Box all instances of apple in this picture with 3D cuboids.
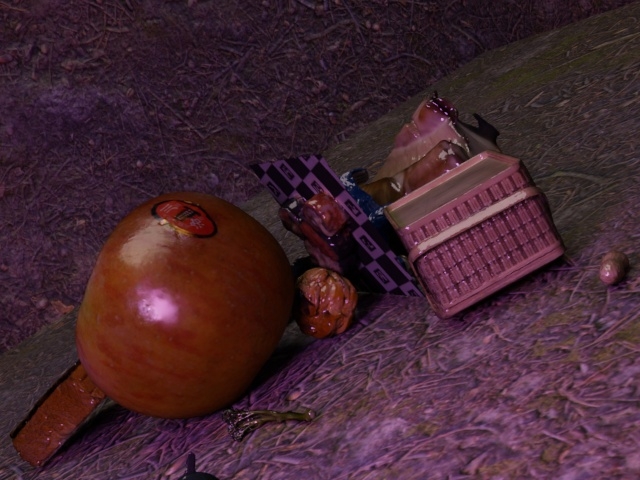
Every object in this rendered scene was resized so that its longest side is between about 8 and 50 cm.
[{"bbox_3d":[-0.224,0.116,1.777,0.400,0.334,0.400,-63,-5,-9],"label":"apple"}]

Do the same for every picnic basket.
[{"bbox_3d":[0.242,-0.011,1.658,0.228,0.175,0.313,-29,7,3],"label":"picnic basket"}]

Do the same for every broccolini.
[{"bbox_3d":[-0.071,0.263,1.555,0.194,0.054,0.052,-18,-3,38],"label":"broccolini"}]

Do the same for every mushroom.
[{"bbox_3d":[0.179,-0.067,2.080,0.397,0.224,0.313,-40,29,24],"label":"mushroom"}]

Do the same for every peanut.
[{"bbox_3d":[0.397,0.035,1.401,0.037,0.037,0.083,-21,12,37],"label":"peanut"}]

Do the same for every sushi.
[{"bbox_3d":[0.000,0.000,1.853,0.069,0.320,0.339,-42,17,-18],"label":"sushi"}]

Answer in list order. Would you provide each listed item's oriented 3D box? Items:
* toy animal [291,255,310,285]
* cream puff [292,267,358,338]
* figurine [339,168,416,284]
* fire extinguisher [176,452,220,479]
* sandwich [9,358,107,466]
[{"bbox_3d":[-0.033,0.099,2.107,0.180,0.116,0.218,-5,-27,-20],"label":"toy animal"},{"bbox_3d":[0.000,0.108,1.821,0.104,0.133,0.119,-11,-33,-31],"label":"cream puff"},{"bbox_3d":[0.086,-0.011,1.910,0.121,0.164,0.262,-12,39,-31],"label":"figurine"},{"bbox_3d":[-0.142,0.342,1.253,0.093,0.118,0.294,4,2,-17],"label":"fire extinguisher"},{"bbox_3d":[-0.462,0.291,2.025,0.273,0.095,0.249,-45,3,34],"label":"sandwich"}]
